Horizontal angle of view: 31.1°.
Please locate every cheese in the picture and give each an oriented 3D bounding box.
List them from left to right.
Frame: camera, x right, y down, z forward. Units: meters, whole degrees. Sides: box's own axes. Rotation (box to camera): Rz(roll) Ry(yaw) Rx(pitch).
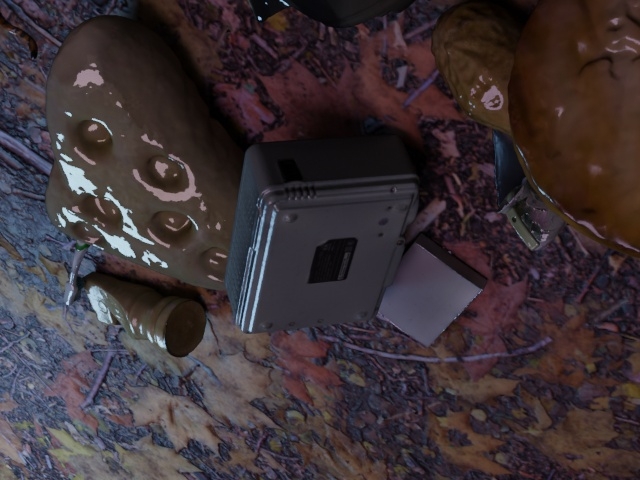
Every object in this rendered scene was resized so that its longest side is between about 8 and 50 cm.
[{"bbox_3d":[-0.175,-0.092,1.419,0.328,0.130,0.351,23,136,5],"label":"cheese"}]

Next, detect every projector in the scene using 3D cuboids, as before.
[{"bbox_3d":[0.000,0.000,1.341,0.192,0.099,0.257,-6,140,-18],"label":"projector"}]

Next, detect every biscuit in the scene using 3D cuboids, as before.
[{"bbox_3d":[0.312,-0.125,1.002,0.296,0.102,0.296,-1,86,19],"label":"biscuit"}]

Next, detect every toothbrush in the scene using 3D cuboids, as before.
[{"bbox_3d":[-0.333,-0.017,1.638,0.030,0.030,0.304,28,130,8],"label":"toothbrush"}]

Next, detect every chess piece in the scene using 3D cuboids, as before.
[{"bbox_3d":[-0.271,0.104,1.704,0.200,0.090,0.090,17,136,34],"label":"chess piece"}]

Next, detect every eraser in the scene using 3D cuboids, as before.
[{"bbox_3d":[0.131,0.065,1.439,0.104,0.023,0.150,36,139,0],"label":"eraser"}]

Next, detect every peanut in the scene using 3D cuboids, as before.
[{"bbox_3d":[0.197,-0.143,1.128,0.226,0.108,0.095,44,147,7],"label":"peanut"}]

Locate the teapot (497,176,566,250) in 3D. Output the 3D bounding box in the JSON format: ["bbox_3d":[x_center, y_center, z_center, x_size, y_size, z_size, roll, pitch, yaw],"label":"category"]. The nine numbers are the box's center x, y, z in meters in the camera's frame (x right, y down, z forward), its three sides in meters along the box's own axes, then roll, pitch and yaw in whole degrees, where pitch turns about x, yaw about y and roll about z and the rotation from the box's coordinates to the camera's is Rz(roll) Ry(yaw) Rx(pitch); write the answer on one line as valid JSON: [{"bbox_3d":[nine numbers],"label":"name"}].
[{"bbox_3d":[0.220,-0.026,1.200,0.064,0.083,0.064,40,129,-1],"label":"teapot"}]

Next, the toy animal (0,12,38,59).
[{"bbox_3d":[-0.456,-0.301,1.450,0.255,0.114,0.116,30,95,0],"label":"toy animal"}]

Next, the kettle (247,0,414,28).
[{"bbox_3d":[0.023,-0.358,1.012,0.321,0.228,0.324,-29,117,12],"label":"kettle"}]

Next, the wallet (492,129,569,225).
[{"bbox_3d":[0.299,-0.063,1.201,0.250,0.044,0.149,12,137,23],"label":"wallet"}]
